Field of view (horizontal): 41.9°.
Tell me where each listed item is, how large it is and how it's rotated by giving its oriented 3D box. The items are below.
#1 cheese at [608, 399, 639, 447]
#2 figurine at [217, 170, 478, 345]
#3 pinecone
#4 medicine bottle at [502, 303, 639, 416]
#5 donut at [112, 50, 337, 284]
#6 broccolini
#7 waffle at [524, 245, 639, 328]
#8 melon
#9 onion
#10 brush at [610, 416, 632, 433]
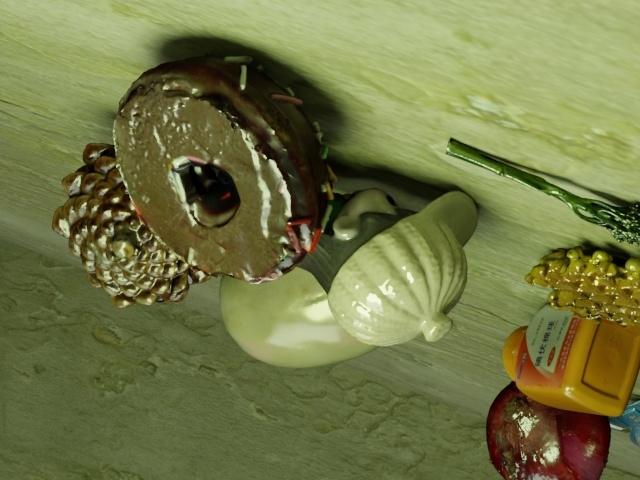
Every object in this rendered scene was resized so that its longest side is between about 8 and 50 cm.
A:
[{"bbox_3d":[0.720,0.409,1.803,0.245,0.052,0.135,34,131,-27],"label":"cheese"},{"bbox_3d":[0.020,0.005,1.010,0.332,0.204,0.185,16,168,22],"label":"figurine"},{"bbox_3d":[-0.248,-0.033,1.221,0.264,0.264,0.264,20,167,5],"label":"pinecone"},{"bbox_3d":[0.373,0.177,1.267,0.112,0.149,0.222,25,167,-12],"label":"medicine bottle"},{"bbox_3d":[-0.102,-0.076,0.894,0.270,0.103,0.269,21,133,24],"label":"donut"},{"bbox_3d":[0.226,-0.049,0.835,0.218,0.042,0.044,23,166,2],"label":"broccolini"},{"bbox_3d":[0.377,0.067,1.037,0.229,0.051,0.231,22,166,0],"label":"waffle"},{"bbox_3d":[-0.003,0.070,1.211,0.317,0.223,0.223,-17,148,27],"label":"melon"},{"bbox_3d":[0.473,0.404,1.747,0.276,0.276,0.276,20,167,5],"label":"onion"},{"bbox_3d":[0.619,0.384,1.913,0.297,0.060,0.068,17,169,17],"label":"brush"}]
